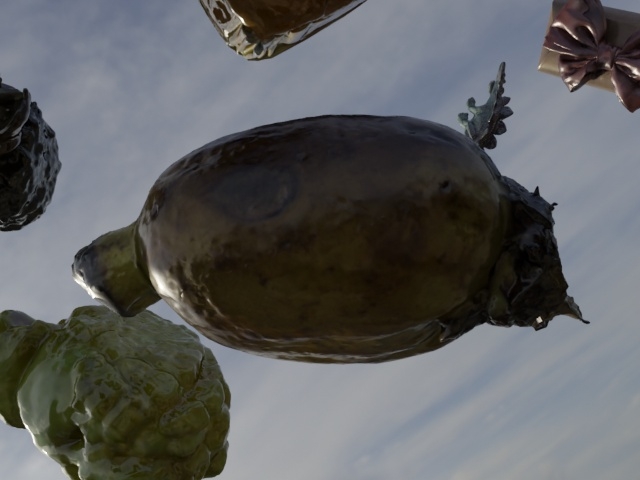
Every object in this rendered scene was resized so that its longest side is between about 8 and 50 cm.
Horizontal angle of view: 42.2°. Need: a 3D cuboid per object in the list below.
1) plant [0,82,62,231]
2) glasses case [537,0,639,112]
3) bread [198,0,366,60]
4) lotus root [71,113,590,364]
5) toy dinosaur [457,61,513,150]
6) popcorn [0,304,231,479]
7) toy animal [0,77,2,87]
[{"bbox_3d":[-0.444,-0.113,1.067,0.234,0.204,0.178,80,-158,-76],"label":"plant"},{"bbox_3d":[0.291,-0.182,0.796,0.070,0.193,0.102,-37,-44,-30],"label":"glasses case"},{"bbox_3d":[-0.010,-0.295,0.860,0.241,0.136,0.107,-36,9,-19],"label":"bread"},{"bbox_3d":[0.000,0.000,0.503,0.314,0.141,0.169,-1,-22,5],"label":"lotus root"},{"bbox_3d":[0.202,-0.132,1.081,0.039,0.082,0.209,15,-73,-19],"label":"toy dinosaur"},{"bbox_3d":[-0.216,0.166,0.918,0.225,0.286,0.173,-8,-61,-57],"label":"popcorn"},{"bbox_3d":[-0.382,-0.178,0.812,0.071,0.124,0.085,-52,-35,-25],"label":"toy animal"}]
